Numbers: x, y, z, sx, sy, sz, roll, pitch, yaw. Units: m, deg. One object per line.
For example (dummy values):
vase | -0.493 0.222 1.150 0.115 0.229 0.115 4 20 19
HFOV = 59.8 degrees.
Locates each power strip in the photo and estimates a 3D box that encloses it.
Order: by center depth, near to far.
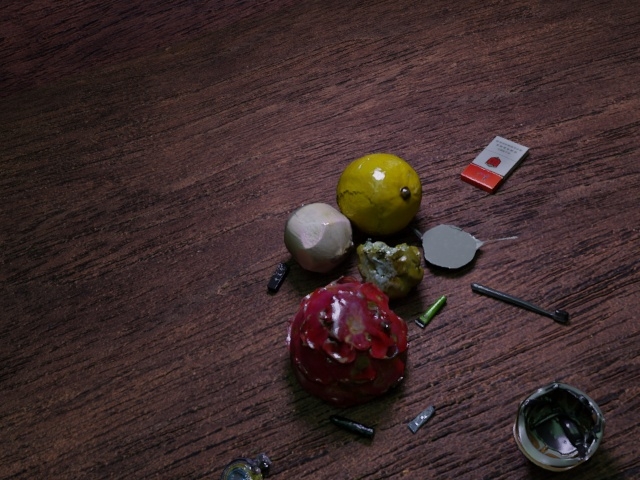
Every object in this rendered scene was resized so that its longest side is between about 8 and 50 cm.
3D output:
power strip | -0.143 0.126 1.902 0.037 0.029 0.111 14 56 23

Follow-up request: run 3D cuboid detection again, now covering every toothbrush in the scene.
toothbrush | 0.596 0.182 1.683 0.297 0.031 0.030 19 32 28

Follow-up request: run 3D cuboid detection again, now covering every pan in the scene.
pan | 0.364 0.016 1.861 0.114 0.040 0.212 -38 60 -17

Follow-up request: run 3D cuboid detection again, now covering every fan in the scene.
fan | 0.490 0.011 1.820 0.309 0.010 0.182 -6 53 3

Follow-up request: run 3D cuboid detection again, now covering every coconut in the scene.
coconut | 0.002 0.000 1.846 0.227 0.227 0.230 -32 51 -13

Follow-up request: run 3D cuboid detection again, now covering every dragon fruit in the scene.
dragon fruit | 0.072 0.266 1.613 0.370 0.249 0.387 3 55 10

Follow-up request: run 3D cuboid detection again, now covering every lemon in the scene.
lemon | 0.195 -0.155 1.881 0.296 0.297 0.297 -7 50 8

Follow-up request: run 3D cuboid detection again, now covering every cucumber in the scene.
cucumber | 0.083 0.511 1.535 0.133 0.032 0.032 13 56 22

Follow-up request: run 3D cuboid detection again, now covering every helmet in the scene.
helmet | 0.590 0.473 1.382 0.224 0.130 0.198 -44 50 -9

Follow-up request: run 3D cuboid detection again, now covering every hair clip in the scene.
hair clip | -0.212 0.640 1.499 0.172 0.049 0.116 -36 39 -6

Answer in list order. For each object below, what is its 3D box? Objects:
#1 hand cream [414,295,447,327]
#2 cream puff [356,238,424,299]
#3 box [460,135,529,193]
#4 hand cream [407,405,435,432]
hand cream | 0.344 0.218 1.717 0.122 0.023 0.036 -43 58 -16
cream puff | 0.230 0.088 1.758 0.220 0.195 0.195 11 54 34
box | 0.640 -0.281 2.042 0.139 0.035 0.245 33 65 33
hand cream | 0.280 0.486 1.522 0.093 0.019 0.030 -39 55 -9
